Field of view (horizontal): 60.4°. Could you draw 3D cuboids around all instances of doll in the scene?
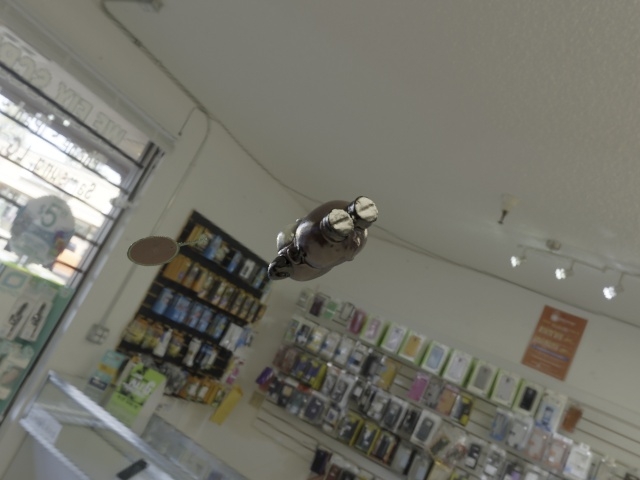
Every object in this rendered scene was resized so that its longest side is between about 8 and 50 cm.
[{"bbox_3d":[0.002,0.001,1.015,0.257,0.182,0.117,-30,-95,61],"label":"doll"}]

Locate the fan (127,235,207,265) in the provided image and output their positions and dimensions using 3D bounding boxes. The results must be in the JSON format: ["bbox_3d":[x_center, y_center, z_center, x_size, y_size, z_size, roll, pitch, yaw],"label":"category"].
[{"bbox_3d":[-0.257,0.013,0.927,0.134,0.005,0.085,-14,-34,-9],"label":"fan"}]
